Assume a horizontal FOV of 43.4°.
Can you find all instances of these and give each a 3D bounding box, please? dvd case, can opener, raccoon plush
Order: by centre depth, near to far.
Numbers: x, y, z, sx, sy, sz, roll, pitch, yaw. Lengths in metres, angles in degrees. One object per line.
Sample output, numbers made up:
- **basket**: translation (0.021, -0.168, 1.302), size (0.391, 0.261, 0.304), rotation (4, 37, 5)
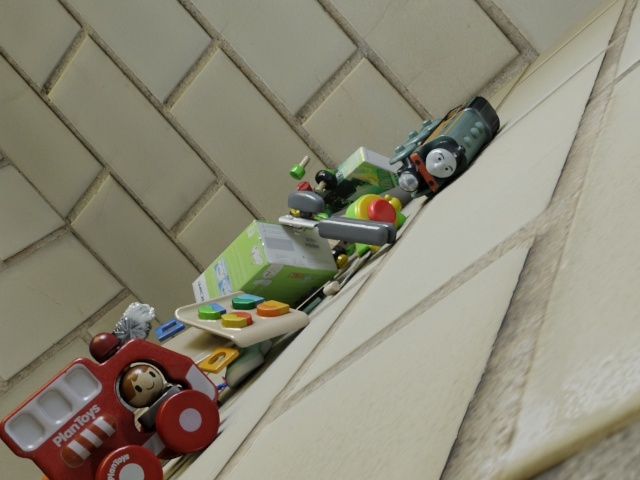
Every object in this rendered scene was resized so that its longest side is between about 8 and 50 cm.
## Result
- **can opener**: translation (0.029, -0.043, 1.709), size (0.280, 0.093, 0.074), rotation (14, 18, 34)
- **dvd case**: translation (-0.027, 0.148, 1.840), size (0.087, 0.013, 0.119), rotation (-42, 1, 9)
- **raccoon plush**: translation (-0.525, 0.410, 2.181), size (0.446, 0.216, 0.299), rotation (-65, 9, -17)

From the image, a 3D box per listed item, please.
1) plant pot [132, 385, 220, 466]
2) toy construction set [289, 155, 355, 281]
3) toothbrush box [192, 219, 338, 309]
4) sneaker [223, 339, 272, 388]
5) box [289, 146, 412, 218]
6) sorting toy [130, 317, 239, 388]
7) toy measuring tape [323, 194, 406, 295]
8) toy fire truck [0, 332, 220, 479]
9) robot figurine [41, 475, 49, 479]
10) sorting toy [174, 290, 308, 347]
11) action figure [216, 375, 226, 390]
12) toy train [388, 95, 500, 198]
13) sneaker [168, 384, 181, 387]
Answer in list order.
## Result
- **plant pot**: translation (-0.320, 0.365, 1.587), size (0.237, 0.110, 0.237), rotation (-43, 2, 2)
- **toy construction set**: translation (0.000, 0.000, 2.035), size (0.237, 0.257, 0.309), rotation (-57, -13, -24)
- **toothbrush box**: translation (-0.130, 0.087, 1.846), size (0.206, 0.122, 0.283), rotation (7, -39, -39)
- **sneaker**: translation (-0.189, 0.211, 1.679), size (0.094, 0.151, 0.256), rotation (-40, 4, 9)
- **box**: translation (0.101, -0.114, 2.197), size (0.322, 0.232, 0.058), rotation (-42, 46, 37)
- **sorting toy**: translation (-0.273, 0.238, 1.619), size (0.196, 0.047, 0.348), rotation (-35, 22, -23)
- **toy measuring tape**: translation (0.079, -0.012, 1.779), size (0.330, 0.121, 0.121), rotation (-44, 3, -39)
- **toy fire truck**: translation (-0.326, 0.287, 1.308), size (0.302, 0.254, 0.169), rotation (-44, 3, -29)
- **robot figurine**: translation (-0.563, 0.556, 1.894), size (0.219, 0.158, 0.128), rotation (-41, 25, 23)
- **sorting toy**: translation (-0.158, 0.147, 1.613), size (0.208, 0.038, 0.193), rotation (16, 21, 42)
- **action figure**: translation (-0.241, 0.337, 1.781), size (0.038, 0.030, 0.115), rotation (-33, 10, 42)
- **toy train**: translation (0.295, -0.222, 1.887), size (0.190, 0.142, 0.334), rotation (-28, 11, 39)
- **sneaker**: translation (-0.417, 0.448, 2.270), size (0.085, 0.086, 0.237), rotation (-12, 25, 17)
